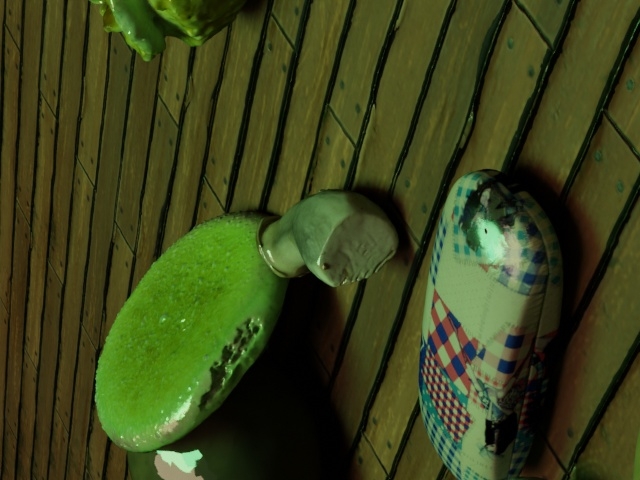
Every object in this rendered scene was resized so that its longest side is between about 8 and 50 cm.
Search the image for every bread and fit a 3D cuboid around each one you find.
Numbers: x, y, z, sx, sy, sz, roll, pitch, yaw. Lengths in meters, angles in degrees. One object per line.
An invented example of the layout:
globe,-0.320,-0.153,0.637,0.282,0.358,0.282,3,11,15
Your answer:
bread,-0.146,0.087,1.988,0.045,0.301,0.301,38,173,-29

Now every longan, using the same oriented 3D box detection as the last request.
longan,-0.104,0.239,2.047,0.248,0.248,0.248,47,147,44

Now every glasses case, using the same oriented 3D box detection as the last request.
glasses case,0.139,0.083,1.566,0.125,0.076,0.327,53,150,39

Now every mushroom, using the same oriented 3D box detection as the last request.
mushroom,0.000,-0.005,1.806,0.223,0.081,0.092,-175,88,-68

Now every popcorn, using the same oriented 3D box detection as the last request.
popcorn,-0.167,-0.294,1.833,0.221,0.184,0.204,50,164,14

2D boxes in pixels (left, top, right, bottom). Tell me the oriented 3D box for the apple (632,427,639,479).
apple,0.303,0.151,1.065,0.262,0.262,0.262,47,147,44

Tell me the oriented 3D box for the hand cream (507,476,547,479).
hand cream,0.255,0.321,1.464,0.359,0.118,0.185,35,137,41
